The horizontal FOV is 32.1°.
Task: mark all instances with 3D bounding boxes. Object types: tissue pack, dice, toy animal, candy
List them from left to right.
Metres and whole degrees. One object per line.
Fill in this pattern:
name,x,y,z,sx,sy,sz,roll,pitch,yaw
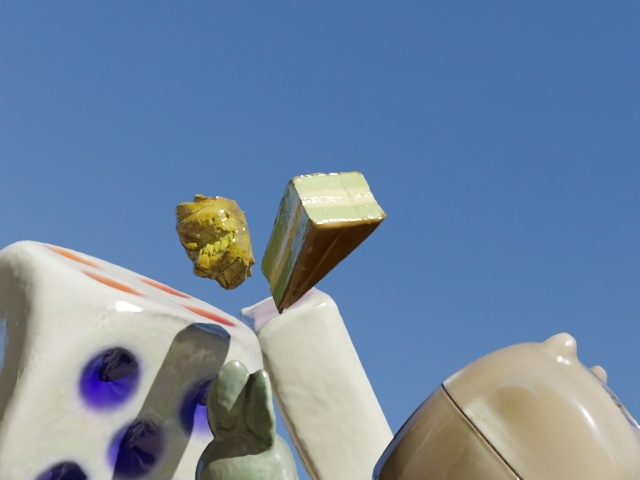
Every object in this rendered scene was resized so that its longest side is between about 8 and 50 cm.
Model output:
dice,-0.267,0.189,1.280,0.304,0.304,0.277,22,0,-37
toy animal,-0.059,0.226,0.932,0.127,0.251,0.125,10,0,-10
candy,0.003,0.248,1.752,0.145,0.208,0.359,-25,-77,-7
tissue pack,0.256,0.274,1.302,0.277,0.267,0.387,-42,-27,8

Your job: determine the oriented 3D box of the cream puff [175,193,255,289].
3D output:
cream puff,-0.084,-0.003,0.941,0.083,0.083,0.058,30,-52,-26

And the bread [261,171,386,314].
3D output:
bread,-0.002,0.004,1.146,0.084,0.074,0.139,-6,-42,-27
